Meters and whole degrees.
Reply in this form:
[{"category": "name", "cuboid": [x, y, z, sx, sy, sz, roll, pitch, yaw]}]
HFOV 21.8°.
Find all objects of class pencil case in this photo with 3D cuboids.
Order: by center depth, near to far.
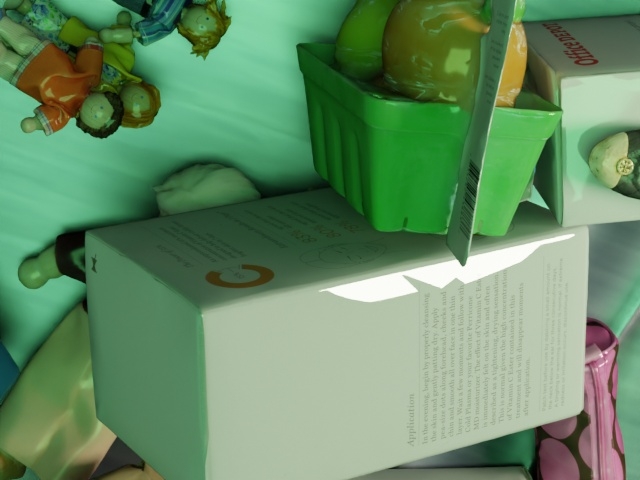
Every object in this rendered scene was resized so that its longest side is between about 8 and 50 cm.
[{"category": "pencil case", "cuboid": [0.239, 0.180, 1.508, 0.095, 0.098, 0.209, -10, 106, -1]}]

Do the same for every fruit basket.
[{"category": "fruit basket", "cuboid": [0.100, -0.189, 1.282, 0.165, 0.327, 0.353, 9, 103, -18]}]

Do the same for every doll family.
[{"category": "doll family", "cuboid": [-0.166, -0.190, 1.383, 0.163, 0.118, 0.263, 34, 83, -6]}]

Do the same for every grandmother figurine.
[{"category": "grandmother figurine", "cuboid": [-0.174, 0.074, 1.452, 0.208, 0.104, 0.342, 38, 98, 2]}]

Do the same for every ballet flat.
[{"category": "ballet flat", "cuboid": [0.284, -0.046, 1.240, 0.173, 0.049, 0.058, 12, 107, -7]}]

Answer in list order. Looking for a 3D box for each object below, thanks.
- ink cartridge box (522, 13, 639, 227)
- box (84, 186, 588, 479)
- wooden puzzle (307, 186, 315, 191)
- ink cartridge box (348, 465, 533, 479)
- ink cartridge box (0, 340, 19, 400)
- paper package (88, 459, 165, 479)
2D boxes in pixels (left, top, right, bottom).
[{"category": "ink cartridge box", "cuboid": [0.322, -0.111, 1.366, 0.307, 0.223, 0.129, -5, 108, -2]}, {"category": "box", "cuboid": [0.013, 0.067, 1.333, 0.345, 0.215, 0.168, -11, 111, -28]}, {"category": "wooden puzzle", "cuboid": [0.000, 0.000, 1.460, 0.116, 0.014, 0.079, 44, 62, -26]}, {"category": "ink cartridge box", "cuboid": [0.066, 0.410, 1.528, 0.279, 0.160, 0.385, -1, 107, -4]}, {"category": "ink cartridge box", "cuboid": [-0.444, 0.181, 1.278, 0.285, 0.395, 0.166, -25, 106, 18]}, {"category": "paper package", "cuboid": [-0.147, 0.409, 1.391, 0.309, 0.168, 0.325, 39, 120, 17]}]
